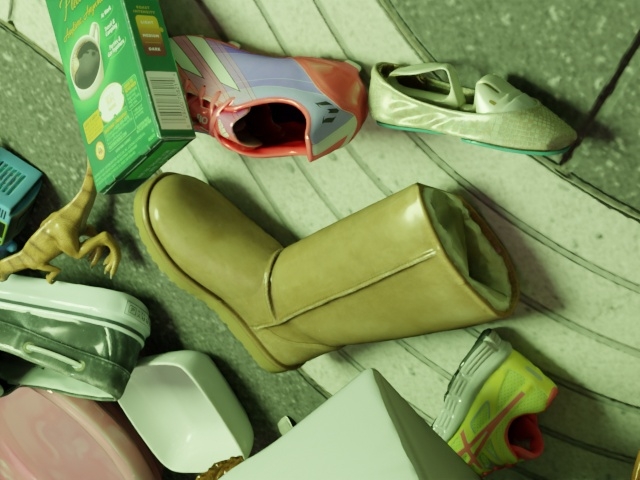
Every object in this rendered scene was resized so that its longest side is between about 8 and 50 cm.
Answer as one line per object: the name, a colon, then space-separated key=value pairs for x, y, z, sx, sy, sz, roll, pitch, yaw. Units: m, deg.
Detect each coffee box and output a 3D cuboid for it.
coffee box: x=-0.165 y=-0.144 z=1.070 sx=0.113 sy=0.040 sz=0.184 roll=-34 pitch=69 yaw=47

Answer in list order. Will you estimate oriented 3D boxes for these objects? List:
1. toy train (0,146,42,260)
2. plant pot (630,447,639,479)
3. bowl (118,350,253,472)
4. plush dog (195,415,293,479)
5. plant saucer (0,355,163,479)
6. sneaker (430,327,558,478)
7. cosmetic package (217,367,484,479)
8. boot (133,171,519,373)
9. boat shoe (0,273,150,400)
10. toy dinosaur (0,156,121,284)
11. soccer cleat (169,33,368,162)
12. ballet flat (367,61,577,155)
toy train: x=-0.355 y=-0.027 z=1.348 sx=0.105 sy=0.080 sz=0.184 roll=34 pitch=138 yaw=1
plant pot: x=0.334 y=0.204 z=0.891 sx=0.203 sy=0.291 sz=0.291 roll=15 pitch=134 yaw=3
bowl: x=-0.139 y=0.171 z=1.365 sx=0.142 sy=0.053 sz=0.142 roll=-14 pitch=115 yaw=43
plush dog: x=-0.064 y=0.287 z=1.231 sx=0.210 sy=0.225 sz=0.263 roll=8 pitch=101 yaw=37
plant saucer: x=-0.308 y=0.245 z=1.531 sx=0.332 sy=0.084 sz=0.332 roll=21 pitch=135 yaw=22
sneaker: x=0.143 y=0.174 z=1.134 sx=0.094 sy=0.081 sz=0.209 roll=28 pitch=136 yaw=12
cosmetic package: x=0.065 y=0.389 z=1.017 sx=0.329 sy=0.327 sz=0.394 roll=-39 pitch=120 yaw=8
boot: x=0.000 y=0.000 z=1.100 sx=0.269 sy=0.089 sz=0.236 roll=-21 pitch=120 yaw=45
boat shoe: x=-0.341 y=0.103 z=1.352 sx=0.335 sy=0.119 sz=0.121 roll=1 pitch=149 yaw=23
toy dinosaur: x=-0.245 y=-0.012 z=1.271 sx=0.112 sy=0.064 sz=0.211 roll=29 pitch=115 yaw=-38
soccer cleat: x=-0.077 y=-0.111 z=1.052 sx=0.248 sy=0.095 sz=0.083 roll=10 pitch=129 yaw=31
ballet flat: x=0.105 y=-0.100 z=0.956 sx=0.168 sy=0.057 sz=0.052 roll=12 pitch=120 yaw=29
